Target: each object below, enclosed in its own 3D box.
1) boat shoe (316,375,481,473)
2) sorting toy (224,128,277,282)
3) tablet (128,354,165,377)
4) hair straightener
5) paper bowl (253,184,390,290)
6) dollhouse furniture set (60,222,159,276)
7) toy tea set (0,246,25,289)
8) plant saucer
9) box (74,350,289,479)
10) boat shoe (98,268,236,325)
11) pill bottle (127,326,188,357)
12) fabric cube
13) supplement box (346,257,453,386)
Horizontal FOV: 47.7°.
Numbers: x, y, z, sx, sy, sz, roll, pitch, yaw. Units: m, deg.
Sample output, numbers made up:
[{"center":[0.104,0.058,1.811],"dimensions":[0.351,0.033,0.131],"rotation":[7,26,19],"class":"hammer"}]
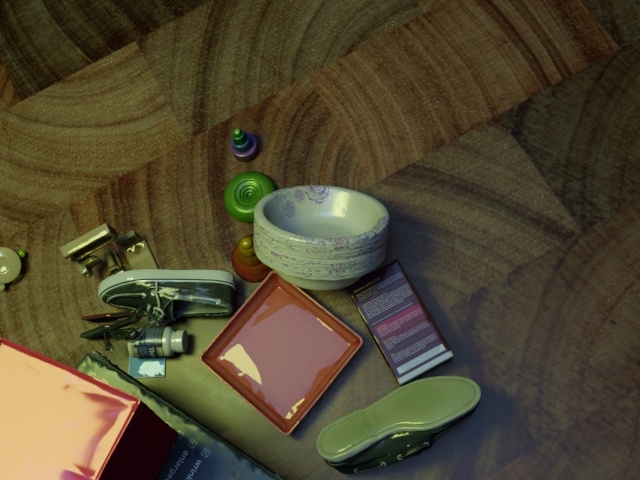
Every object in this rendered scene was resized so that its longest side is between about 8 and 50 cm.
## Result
[{"center":[0.167,0.382,1.451],"dimensions":[0.340,0.113,0.127],"rotation":[-25,34,-2],"class":"boat shoe"},{"center":[-0.167,-0.095,1.636],"dimensions":[0.127,0.126,0.365],"rotation":[-9,72,4],"class":"sorting toy"},{"center":[-0.385,0.277,1.606],"dimensions":[0.083,0.006,0.054],"rotation":[-3,72,5],"class":"tablet"},{"center":[-0.437,0.198,1.573],"dimensions":[0.231,0.047,0.089],"rotation":[-10,69,30],"class":"hair straightener"},{"center":[0.000,0.000,1.530],"dimensions":[0.284,0.148,0.284],"rotation":[3,29,-2],"class":"paper bowl"},{"center":[-0.461,0.054,1.611],"dimensions":[0.144,0.151,0.123],"rotation":[-29,71,0],"class":"dollhouse furniture set"},{"center":[-0.866,0.087,1.693],"dimensions":[0.336,0.124,0.200],"rotation":[-40,101,-10],"class":"toy tea set"},{"center":[-0.083,0.239,1.559],"dimensions":[0.259,0.047,0.258],"rotation":[37,80,16],"class":"plant saucer"},{"center":[-0.352,0.549,1.335],"dimensions":[0.472,0.297,0.479],"rotation":[29,70,16],"class":"box"},{"center":[-0.340,0.133,1.591],"dimensions":[0.307,0.113,0.104],"rotation":[0,57,-2],"class":"boat shoe"},{"center":[-0.355,0.223,1.587],"dimensions":[0.120,0.067,0.067],"rotation":[-3,72,7],"class":"pill bottle"},{"center":[-0.415,0.344,1.134],"dimensions":[0.254,0.258,0.259],"rotation":[22,68,10],"class":"fabric cube"},{"center":[0.166,0.174,1.534],"dimensions":[0.130,0.073,0.239],"rotation":[-28,72,-2],"class":"supplement box"}]
